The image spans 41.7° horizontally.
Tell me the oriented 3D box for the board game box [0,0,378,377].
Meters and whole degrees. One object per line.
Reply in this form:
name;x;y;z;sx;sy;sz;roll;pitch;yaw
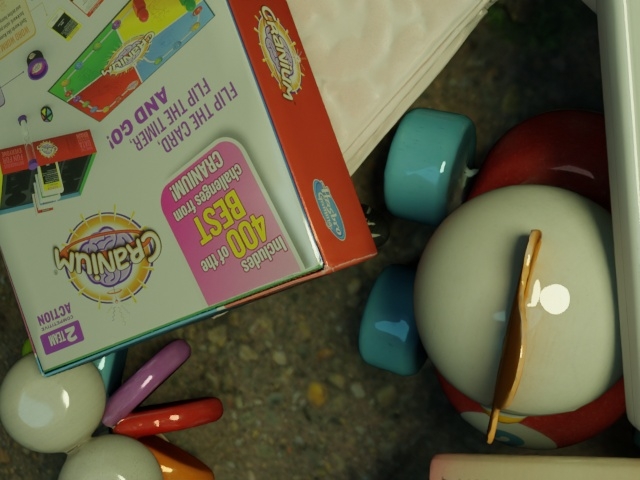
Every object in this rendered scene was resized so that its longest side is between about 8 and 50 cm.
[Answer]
board game box;-0.128;-0.097;0.527;0.242;0.064;0.316;-21;87;31

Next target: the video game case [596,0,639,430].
video game case;0.216;-0.035;0.355;0.193;0.023;0.212;-7;96;-7

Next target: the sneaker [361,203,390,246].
sneaker;0.000;0.000;0.600;0.109;0.040;0.043;-1;120;28

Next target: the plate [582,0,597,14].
plate;0.307;-0.143;0.389;0.278;0.045;0.277;46;105;5

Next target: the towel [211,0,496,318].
towel;-0.081;-0.166;0.558;0.317;0.053;0.332;-46;74;27

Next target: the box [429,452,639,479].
box;0.171;0.172;0.363;0.232;0.127;0.148;-14;66;46

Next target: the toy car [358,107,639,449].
toy car;0.110;0.044;0.445;0.219;0.238;0.210;15;109;20

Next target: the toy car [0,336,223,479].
toy car;-0.151;0.134;0.653;0.136;0.159;0.182;-34;88;-7
